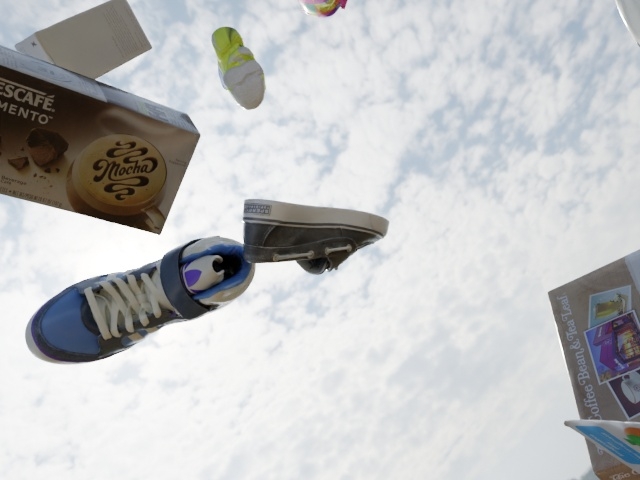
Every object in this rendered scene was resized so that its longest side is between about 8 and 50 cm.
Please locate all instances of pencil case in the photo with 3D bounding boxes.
[{"bbox_3d":[-0.007,-0.512,1.174,0.104,0.104,0.236,-50,-9,2],"label":"pencil case"}]

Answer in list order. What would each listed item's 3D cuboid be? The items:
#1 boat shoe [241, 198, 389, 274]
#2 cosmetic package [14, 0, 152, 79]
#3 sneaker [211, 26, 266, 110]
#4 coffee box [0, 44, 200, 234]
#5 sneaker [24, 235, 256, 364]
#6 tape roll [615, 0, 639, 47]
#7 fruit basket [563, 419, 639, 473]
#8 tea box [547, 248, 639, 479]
[{"bbox_3d":[0.000,0.000,0.928,0.301,0.108,0.102,3,-87,-54],"label":"boat shoe"},{"bbox_3d":[-0.440,-0.366,1.173,0.231,0.086,0.117,-49,-59,-43],"label":"cosmetic package"},{"bbox_3d":[-0.181,-0.368,1.413,0.091,0.240,0.126,-15,-26,-9],"label":"sneaker"},{"bbox_3d":[-0.341,-0.137,0.852,0.297,0.119,0.168,17,-71,-31],"label":"coffee box"},{"bbox_3d":[-0.249,0.073,0.918,0.323,0.130,0.236,-14,-14,-40],"label":"sneaker"},{"bbox_3d":[0.493,-0.336,0.716,0.169,0.246,0.246,-30,-33,-10],"label":"tape roll"},{"bbox_3d":[0.386,0.215,0.405,0.165,0.327,0.353,-59,3,-24],"label":"fruit basket"},{"bbox_3d":[0.522,0.231,0.882,0.220,0.329,0.323,-33,-62,29],"label":"tea box"}]
